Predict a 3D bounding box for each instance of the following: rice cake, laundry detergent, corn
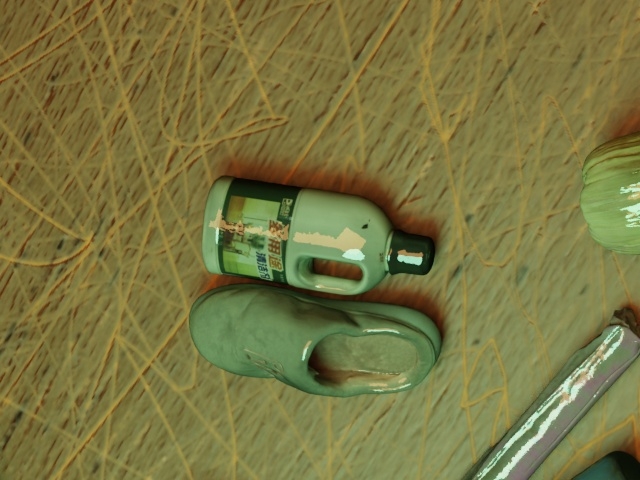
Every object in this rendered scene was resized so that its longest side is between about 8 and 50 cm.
[{"bbox_3d":[0.212,0.174,1.819,0.049,0.055,0.270,41,101,6],"label":"rice cake"},{"bbox_3d":[0.213,0.272,1.806,0.206,0.096,0.061,-35,77,19],"label":"laundry detergent"},{"bbox_3d":[0.384,-0.064,1.718,0.305,0.123,0.122,-14,92,16],"label":"corn"},{"bbox_3d":[0.000,0.000,1.866,0.225,0.070,0.099,9,95,15],"label":"laundry detergent"}]

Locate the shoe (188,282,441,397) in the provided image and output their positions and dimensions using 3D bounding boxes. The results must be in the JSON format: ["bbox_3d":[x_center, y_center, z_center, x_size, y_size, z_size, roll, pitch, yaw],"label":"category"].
[{"bbox_3d":[-0.012,0.105,1.848,0.251,0.100,0.103,3,119,12],"label":"shoe"}]
